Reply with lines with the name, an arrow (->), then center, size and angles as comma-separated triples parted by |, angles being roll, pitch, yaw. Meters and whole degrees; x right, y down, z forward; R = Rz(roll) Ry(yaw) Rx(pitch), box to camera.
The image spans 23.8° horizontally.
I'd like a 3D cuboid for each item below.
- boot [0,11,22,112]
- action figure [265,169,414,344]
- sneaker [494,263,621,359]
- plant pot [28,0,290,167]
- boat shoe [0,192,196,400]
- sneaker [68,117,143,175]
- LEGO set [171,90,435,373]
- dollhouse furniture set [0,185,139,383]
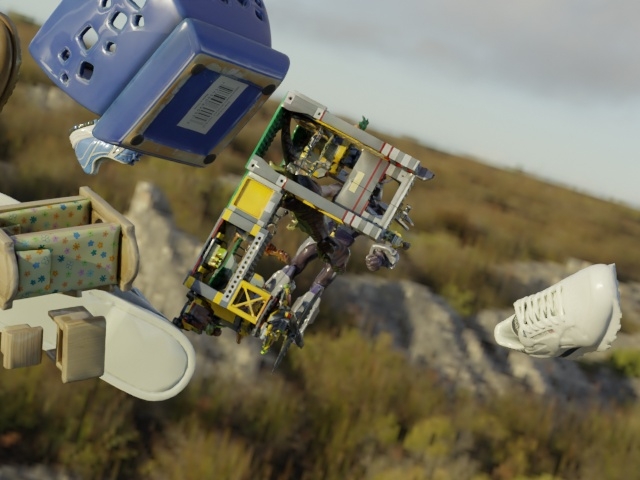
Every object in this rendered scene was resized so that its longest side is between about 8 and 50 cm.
boot -> -0.494, -0.174, 1.952 | 0.089, 0.236, 0.269 | 19, 16, 11
action figure -> 0.015, 0.010, 2.199 | 0.185, 0.285, 0.099 | 35, 3, 12
sneaker -> 0.275, 0.087, 1.745 | 0.094, 0.090, 0.235 | 7, -23, -9
plant pot -> -0.192, -0.235, 1.955 | 0.236, 0.236, 0.212 | 15, 36, -51
boat shoe -> -0.268, 0.050, 1.529 | 0.319, 0.116, 0.099 | 37, -1, -18
sneaker -> -0.293, -0.163, 2.417 | 0.211, 0.081, 0.080 | -15, -6, 13
LEGO set -> 0.000, 0.000, 1.692 | 0.192, 0.331, 0.255 | 29, -12, 8
dollhouse furniture set -> -0.250, 0.058, 1.211 | 0.181, 0.161, 0.101 | -9, 27, -31
